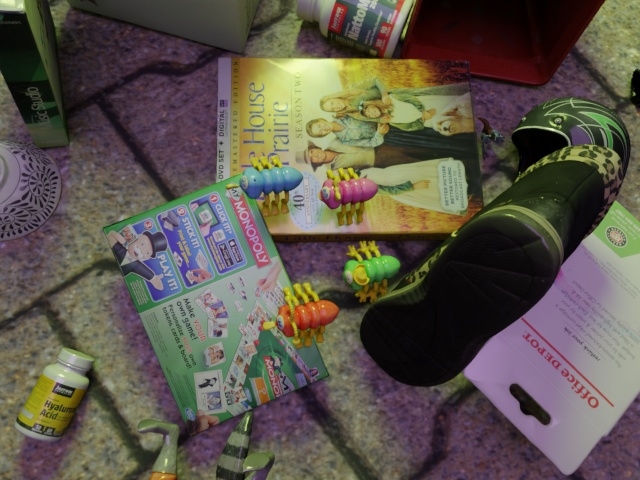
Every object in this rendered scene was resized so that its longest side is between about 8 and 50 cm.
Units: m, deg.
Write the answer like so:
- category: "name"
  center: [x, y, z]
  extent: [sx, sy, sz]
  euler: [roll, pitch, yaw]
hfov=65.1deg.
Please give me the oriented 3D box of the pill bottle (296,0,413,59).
- category: "pill bottle"
  center: [0.056, -0.389, 0.855]
  extent: [0.180, 0.108, 0.107]
  euler: [22, 76, 2]

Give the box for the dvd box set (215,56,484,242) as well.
- category: "dvd box set"
  center: [0.044, -0.150, 0.819]
  extent: [0.421, 0.062, 0.307]
  euler: [0, 77, -4]

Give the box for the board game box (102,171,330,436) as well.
- category: "board game box"
  center: [-0.146, 0.089, 0.721]
  extent: [0.214, 0.046, 0.317]
  euler: [-22, 90, -5]

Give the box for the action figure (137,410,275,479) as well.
- category: "action figure"
  center: [-0.096, 0.404, 0.613]
  extent: [0.342, 0.178, 0.329]
  euler: [1, 93, 19]

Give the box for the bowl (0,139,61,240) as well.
- category: "bowl"
  center: [-0.497, -0.089, 0.760]
  extent: [0.170, 0.080, 0.170]
  euler: [1, 77, -4]

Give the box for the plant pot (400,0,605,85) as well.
- category: "plant pot"
  center: [0.297, -0.453, 0.824]
  extent: [0.267, 0.267, 0.235]
  euler: [10, 63, -2]

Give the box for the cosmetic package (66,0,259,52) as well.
- category: "cosmetic package"
  center: [-0.228, -0.581, 0.768]
  extent: [0.328, 0.329, 0.393]
  euler: [16, 77, -2]

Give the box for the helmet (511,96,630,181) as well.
- category: "helmet"
  center: [0.393, -0.144, 0.793]
  extent: [0.170, 0.169, 0.161]
  euler: [-4, 91, -5]

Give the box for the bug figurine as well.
- category: "bug figurine"
  center: [0.000, 0.000, 0.694]
  extent: [0.216, 0.072, 0.278]
  euler: [-15, 87, -23]

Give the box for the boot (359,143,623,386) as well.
- category: "boot"
  center: [0.224, 0.036, 0.681]
  extent: [0.138, 0.377, 0.284]
  euler: [45, 53, 15]

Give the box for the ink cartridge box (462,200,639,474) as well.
- category: "ink cartridge box"
  center: [0.372, 0.135, 0.744]
  extent: [0.353, 0.119, 0.207]
  euler: [-43, 83, -13]

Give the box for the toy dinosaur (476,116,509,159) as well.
- category: "toy dinosaur"
  center: [0.287, -0.179, 0.834]
  extent: [0.047, 0.082, 0.090]
  euler: [-13, 115, 18]

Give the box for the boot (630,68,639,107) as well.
- category: "boot"
  center: [0.614, -0.293, 0.904]
  extent: [0.099, 0.045, 0.121]
  euler: [5, 77, 0]

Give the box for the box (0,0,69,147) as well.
- category: "box"
  center: [-0.411, -0.303, 0.693]
  extent: [0.059, 0.322, 0.232]
  euler: [-9, 76, -19]

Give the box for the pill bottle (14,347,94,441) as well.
- category: "pill bottle"
  center: [-0.368, 0.214, 0.704]
  extent: [0.065, 0.065, 0.116]
  euler: [22, 76, 2]
